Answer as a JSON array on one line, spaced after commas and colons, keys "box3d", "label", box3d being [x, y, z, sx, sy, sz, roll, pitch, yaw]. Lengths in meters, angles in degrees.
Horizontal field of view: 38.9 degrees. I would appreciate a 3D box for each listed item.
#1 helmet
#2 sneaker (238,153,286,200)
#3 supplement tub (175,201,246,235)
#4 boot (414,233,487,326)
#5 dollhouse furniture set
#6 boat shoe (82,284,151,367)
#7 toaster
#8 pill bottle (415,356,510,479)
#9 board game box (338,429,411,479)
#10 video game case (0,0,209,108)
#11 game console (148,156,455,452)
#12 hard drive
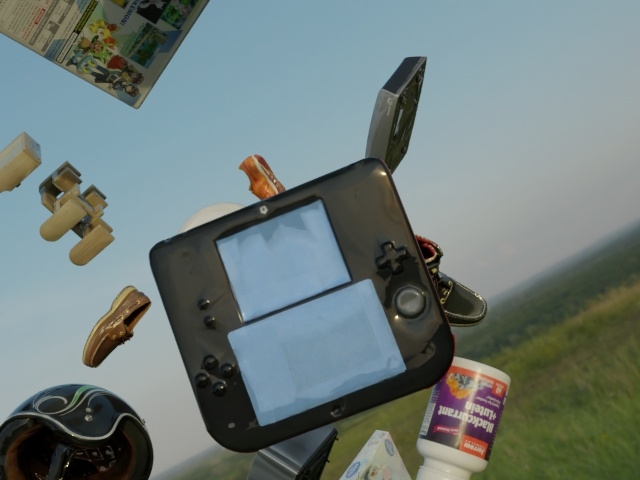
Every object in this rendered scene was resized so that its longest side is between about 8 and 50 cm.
[{"box3d": [-0.289, 0.249, 1.080, 0.169, 0.169, 0.161, -30, -9, 19], "label": "helmet"}, {"box3d": [-0.124, -0.116, 2.101, 0.067, 0.175, 0.064, -30, 4, 23], "label": "sneaker"}, {"box3d": [-0.130, 0.052, 1.624, 0.191, 0.191, 0.272, -29, -20, 11], "label": "supplement tub"}, {"box3d": [0.208, 0.075, 1.656, 0.178, 0.236, 0.085, 104, -171, -68], "label": "boot"}, {"box3d": [-0.544, -0.063, 1.766, 0.161, 0.242, 0.212, -41, 31, 4], "label": "dollhouse furniture set"}, {"box3d": [-0.394, 0.172, 1.759, 0.178, 0.060, 0.064, -58, -22, -17], "label": "boat shoe"}, {"box3d": [-0.063, 0.456, 1.800, 0.185, 0.110, 0.168, -39, -29, -54], "label": "toaster"}, {"box3d": [0.205, 0.279, 1.341, 0.108, 0.108, 0.194, 113, 176, -77], "label": "pill bottle"}, {"box3d": [0.058, 0.263, 0.951, 0.020, 0.090, 0.090, 1, 35, 43], "label": "board game box"}, {"box3d": [-0.321, -0.402, 1.365, 0.329, 0.300, 0.036, -52, 27, 19], "label": "video game case"}, {"box3d": [-0.028, 0.098, 1.325, 0.386, 0.342, 0.060, -21, -4, 6], "label": "game console"}, {"box3d": [0.149, -0.239, 1.850, 0.172, 0.054, 0.255, -55, -18, -40], "label": "hard drive"}]
